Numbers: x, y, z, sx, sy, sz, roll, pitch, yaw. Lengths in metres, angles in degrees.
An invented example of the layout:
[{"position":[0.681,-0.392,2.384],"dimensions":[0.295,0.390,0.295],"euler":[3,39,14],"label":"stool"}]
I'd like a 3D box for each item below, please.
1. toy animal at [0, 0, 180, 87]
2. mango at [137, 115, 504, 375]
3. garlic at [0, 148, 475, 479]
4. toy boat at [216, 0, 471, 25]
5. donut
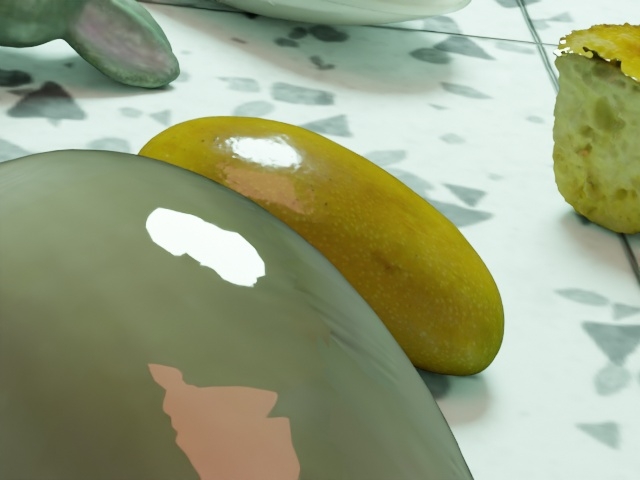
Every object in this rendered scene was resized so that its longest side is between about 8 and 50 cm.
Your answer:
[{"position":[-0.194,-0.154,0.966],"dimensions":[0.251,0.125,0.127],"euler":[9,58,-13],"label":"toy animal"},{"position":[0.000,0.000,0.788],"dimensions":[0.184,0.085,0.102],"euler":[20,32,6],"label":"mango"},{"position":[-0.086,0.116,0.413],"dimensions":[0.231,0.245,0.340],"euler":[-16,40,-30],"label":"garlic"},{"position":[-0.027,-0.210,1.095],"dimensions":[0.269,0.140,0.141],"euler":[12,27,33],"label":"toy boat"},{"position":[0.257,-0.039,0.911],"dimensions":[0.259,0.101,0.152],"euler":[26,33,27],"label":"donut"}]
